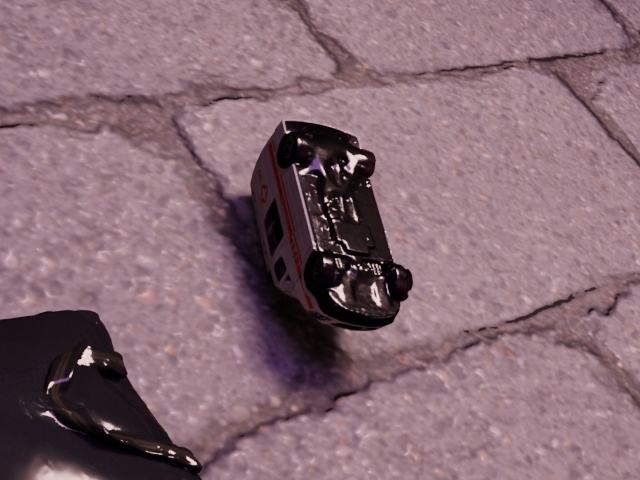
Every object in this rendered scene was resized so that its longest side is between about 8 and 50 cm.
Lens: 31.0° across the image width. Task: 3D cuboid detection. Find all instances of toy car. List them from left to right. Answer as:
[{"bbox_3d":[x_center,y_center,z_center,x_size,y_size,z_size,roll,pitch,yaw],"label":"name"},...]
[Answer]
[{"bbox_3d":[0.000,0.000,0.978,0.089,0.108,0.209,11,47,-32],"label":"toy car"}]

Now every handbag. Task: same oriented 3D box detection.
[{"bbox_3d":[-0.173,0.131,0.710,0.211,0.088,0.254,1,38,-42],"label":"handbag"}]
